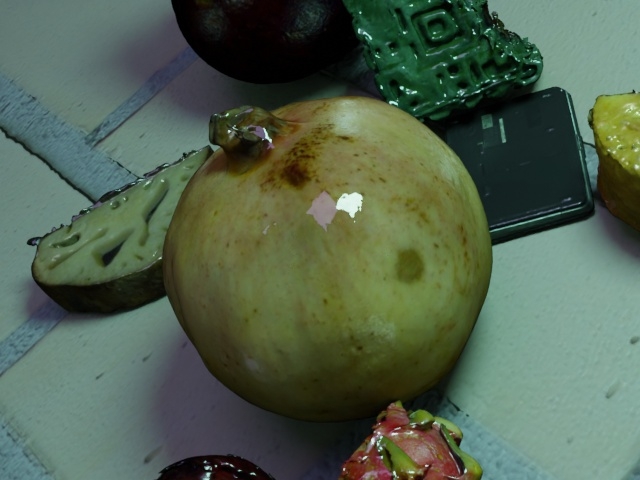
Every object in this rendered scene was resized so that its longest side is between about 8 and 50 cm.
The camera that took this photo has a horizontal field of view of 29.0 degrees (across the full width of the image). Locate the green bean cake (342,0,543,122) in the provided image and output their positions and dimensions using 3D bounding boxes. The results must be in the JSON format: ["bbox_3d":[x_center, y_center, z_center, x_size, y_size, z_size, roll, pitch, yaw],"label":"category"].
[{"bbox_3d":[0.137,-0.246,1.430,0.193,0.208,0.107,-21,8,16],"label":"green bean cake"}]

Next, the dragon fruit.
[{"bbox_3d":[0.076,0.237,1.062,0.150,0.133,0.208,-24,51,8],"label":"dragon fruit"}]

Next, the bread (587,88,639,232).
[{"bbox_3d":[0.361,-0.070,1.179,0.229,0.143,0.139,-1,48,32],"label":"bread"}]

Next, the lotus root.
[{"bbox_3d":[-0.225,0.001,1.508,0.260,0.074,0.170,-26,42,3],"label":"lotus root"}]

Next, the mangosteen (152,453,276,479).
[{"bbox_3d":[-0.110,0.279,1.115,0.180,0.166,0.166,-30,34,39],"label":"mangosteen"}]

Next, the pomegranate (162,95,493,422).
[{"bbox_3d":[0.000,0.000,1.189,0.338,0.338,0.338,-16,43,16],"label":"pomegranate"}]

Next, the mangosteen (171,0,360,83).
[{"bbox_3d":[-0.087,-0.363,1.586,0.307,0.347,0.307,-56,12,19],"label":"mangosteen"}]

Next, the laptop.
[{"bbox_3d":[0.215,-0.086,1.370,0.153,0.026,0.207,-16,43,17],"label":"laptop"}]
